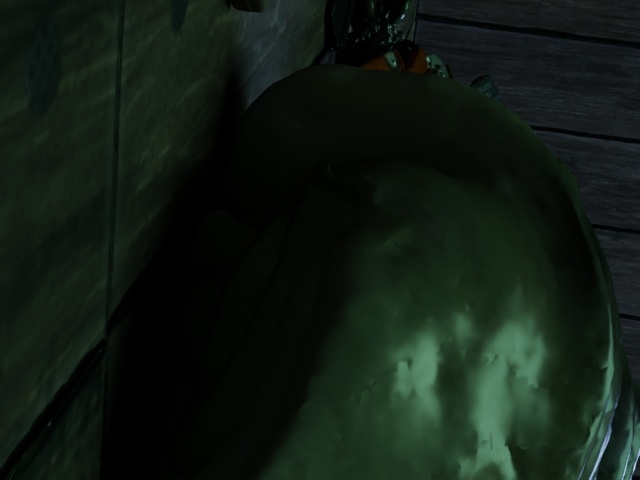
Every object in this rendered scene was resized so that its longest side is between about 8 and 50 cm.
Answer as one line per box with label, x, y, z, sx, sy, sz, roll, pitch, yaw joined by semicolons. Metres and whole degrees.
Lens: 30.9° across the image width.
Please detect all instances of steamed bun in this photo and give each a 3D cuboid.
steamed bun;0.061;0.077;0.657;0.352;0.247;0.339;72;21;-52

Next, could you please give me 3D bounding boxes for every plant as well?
plant;0.057;-0.218;1.229;0.085;0.087;0.174;-141;-120;-61

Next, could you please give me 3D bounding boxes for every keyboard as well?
keyboard;0.027;-0.273;1.123;0.060;0.018;0.195;76;22;-58

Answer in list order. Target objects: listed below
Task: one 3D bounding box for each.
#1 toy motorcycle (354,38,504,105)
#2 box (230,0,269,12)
toy motorcycle;0.088;-0.072;1.086;0.221;0.148;0.326;64;31;-8
box;-0.037;-0.153;0.571;0.115;0.025;0.048;69;28;-78
